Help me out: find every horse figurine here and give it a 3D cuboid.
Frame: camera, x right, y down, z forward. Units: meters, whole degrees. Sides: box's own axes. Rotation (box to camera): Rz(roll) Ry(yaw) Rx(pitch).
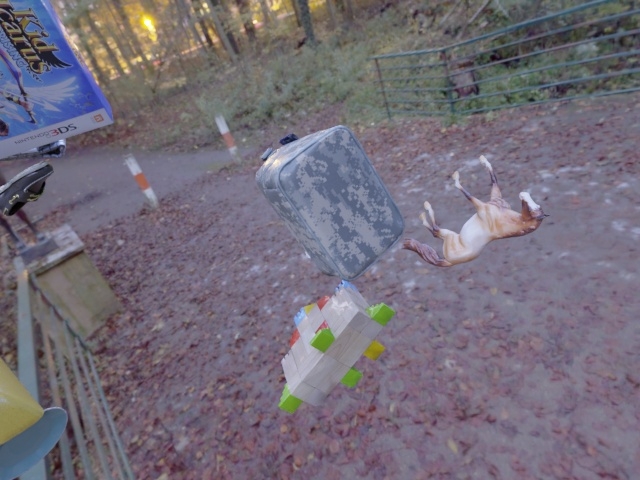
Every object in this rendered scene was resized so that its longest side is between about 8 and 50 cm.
[{"bbox_3d":[0.275,-0.030,0.810,0.066,0.263,0.175,-1,54,-43],"label":"horse figurine"}]

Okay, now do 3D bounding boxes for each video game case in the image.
[{"bbox_3d":[-0.547,-0.290,0.753,0.244,0.270,0.061,-22,53,-8],"label":"video game case"}]

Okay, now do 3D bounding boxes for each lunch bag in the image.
[{"bbox_3d":[0.000,-0.086,0.960,0.212,0.305,0.256,-42,19,-17],"label":"lunch bag"}]

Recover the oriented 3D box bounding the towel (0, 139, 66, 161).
[{"bbox_3d":[-0.745,-0.268,0.976,0.283,0.122,0.235,-10,36,-25],"label":"towel"}]

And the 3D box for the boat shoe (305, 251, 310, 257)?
[{"bbox_3d":[0.001,-0.004,1.288,0.091,0.109,0.305,17,6,-12],"label":"boat shoe"}]

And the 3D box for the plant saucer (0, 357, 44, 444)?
[{"bbox_3d":[-0.750,0.301,0.771,0.332,0.081,0.332,26,37,28],"label":"plant saucer"}]

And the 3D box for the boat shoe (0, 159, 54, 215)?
[{"bbox_3d":[-0.707,-0.124,1.035,0.227,0.069,0.081,-20,23,27],"label":"boat shoe"}]

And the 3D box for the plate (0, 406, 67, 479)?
[{"bbox_3d":[-0.684,0.469,1.002,0.024,0.188,0.188,29,49,17],"label":"plate"}]

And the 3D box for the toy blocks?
[{"bbox_3d":[0.011,0.266,1.228,0.382,0.190,0.261,-52,25,7],"label":"toy blocks"}]
